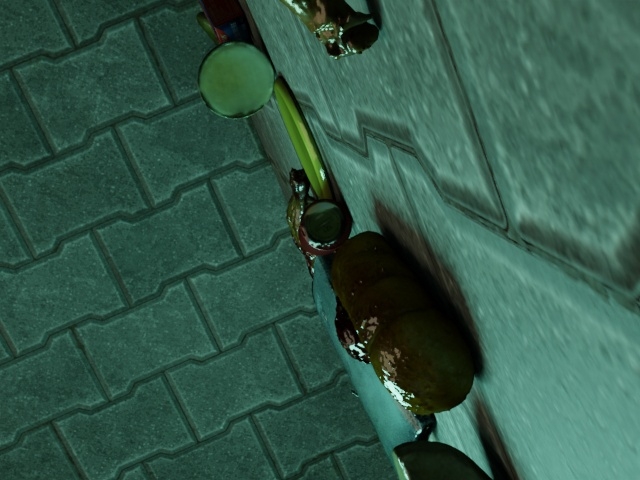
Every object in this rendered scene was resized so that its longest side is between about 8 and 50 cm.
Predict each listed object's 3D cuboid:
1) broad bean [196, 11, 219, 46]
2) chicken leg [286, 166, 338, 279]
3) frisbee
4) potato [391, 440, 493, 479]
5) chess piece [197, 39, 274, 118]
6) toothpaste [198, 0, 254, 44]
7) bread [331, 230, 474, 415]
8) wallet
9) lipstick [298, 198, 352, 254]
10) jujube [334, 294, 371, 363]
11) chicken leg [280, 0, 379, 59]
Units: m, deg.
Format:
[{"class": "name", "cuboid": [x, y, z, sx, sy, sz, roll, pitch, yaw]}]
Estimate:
[{"class": "broad bean", "cuboid": [-0.177, -0.405, 1.672, 0.206, 0.072, 0.153, 55, -178, -15]}, {"class": "chicken leg", "cuboid": [-0.005, -0.004, 1.610, 0.322, 0.083, 0.177, 65, 168, -12]}, {"class": "frisbee", "cuboid": [-0.029, -0.161, 1.316, 0.236, 0.017, 0.236, 157, 90, -87]}, {"class": "potato", "cuboid": [0.163, 0.315, 0.818, 0.269, 0.112, 0.255, -154, 44, -80]}, {"class": "chess piece", "cuboid": [-0.149, -0.294, 1.445, 0.243, 0.133, 0.133, -105, -7, -78]}, {"class": "toothpaste", "cuboid": [-0.214, -0.491, 1.562, 0.076, 0.066, 0.320, 71, 175, -52]}, {"class": "bread", "cuboid": [0.066, 0.066, 0.820, 0.344, 0.084, 0.124, -120, 8, -67]}, {"class": "wallet", "cuboid": [0.076, 0.205, 1.368, 0.190, 0.046, 0.379, 97, 149, -51]}, {"class": "lipstick", "cuboid": [0.004, -0.017, 1.270, 0.241, 0.080, 0.080, 115, 131, -86]}, {"class": "jujube", "cuboid": [0.066, 0.099, 1.026, 0.166, 0.104, 0.104, -88, -23, -67]}, {"class": "chicken leg", "cuboid": [-0.029, -0.201, 0.490, 0.207, 0.101, 0.085, 44, 178, -26]}]
